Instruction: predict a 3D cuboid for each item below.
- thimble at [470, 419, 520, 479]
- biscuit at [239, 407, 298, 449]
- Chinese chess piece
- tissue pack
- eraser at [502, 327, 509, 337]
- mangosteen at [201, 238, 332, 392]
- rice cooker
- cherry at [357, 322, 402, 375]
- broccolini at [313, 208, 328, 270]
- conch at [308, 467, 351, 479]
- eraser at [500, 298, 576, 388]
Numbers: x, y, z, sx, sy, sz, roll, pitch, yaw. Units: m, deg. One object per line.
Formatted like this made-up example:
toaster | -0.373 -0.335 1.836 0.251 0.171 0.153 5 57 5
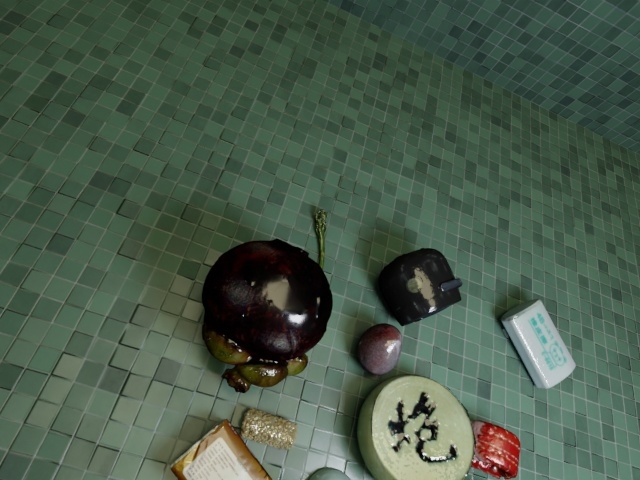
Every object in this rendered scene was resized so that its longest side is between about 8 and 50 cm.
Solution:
thimble | 0.540 0.668 1.292 0.189 0.163 0.125 29 59 -5
biscuit | -0.148 0.546 1.162 0.168 0.070 0.082 22 52 -6
Chinese chess piece | 0.286 0.585 1.220 0.349 0.146 0.350 7 56 -10
tissue pack | -0.261 0.624 1.072 0.183 0.092 0.226 -36 81 -29
eraser | 0.761 0.354 1.595 0.083 0.019 0.038 -16 74 -25
mangosteen | -0.140 0.207 1.156 0.380 0.381 0.422 -4 81 -21
rice cooker | 0.344 0.158 1.413 0.267 0.267 0.225 -14 69 -24
cherry | 0.194 0.351 1.315 0.139 0.176 0.176 24 59 13
broccolini | 0.000 0.000 1.484 0.054 0.051 0.239 9 71 -22
conch | 0.053 0.753 1.122 0.184 0.121 0.221 -4 59 -53
eraser | 0.832 0.388 1.543 0.189 0.104 0.290 -23 83 -29
